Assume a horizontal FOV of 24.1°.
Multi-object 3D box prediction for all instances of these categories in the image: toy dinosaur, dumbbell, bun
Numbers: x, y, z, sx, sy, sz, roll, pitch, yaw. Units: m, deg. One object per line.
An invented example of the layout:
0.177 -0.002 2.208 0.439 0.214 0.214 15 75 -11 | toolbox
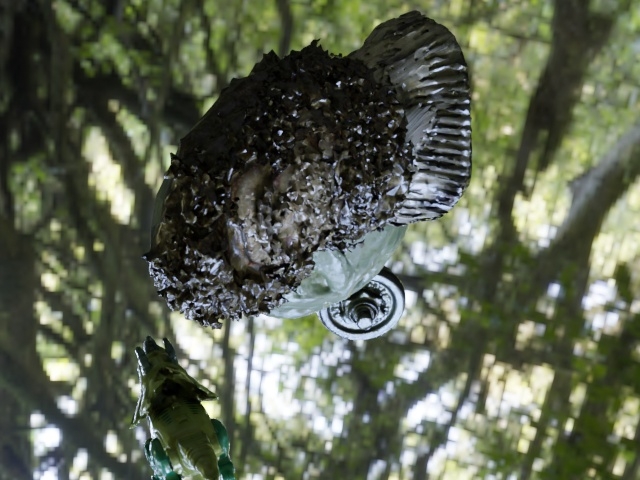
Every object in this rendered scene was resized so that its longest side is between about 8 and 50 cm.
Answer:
-0.126 0.200 1.450 0.094 0.153 0.259 -20 -154 -11 | toy dinosaur
0.041 0.023 1.876 0.110 0.110 0.254 3 -144 -8 | dumbbell
0.000 0.000 1.410 0.195 0.195 0.118 -28 -105 -43 | bun

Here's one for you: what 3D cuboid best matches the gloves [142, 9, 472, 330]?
-0.016 -0.051 1.158 0.312 0.210 0.135 -21 -128 -37 | gloves
